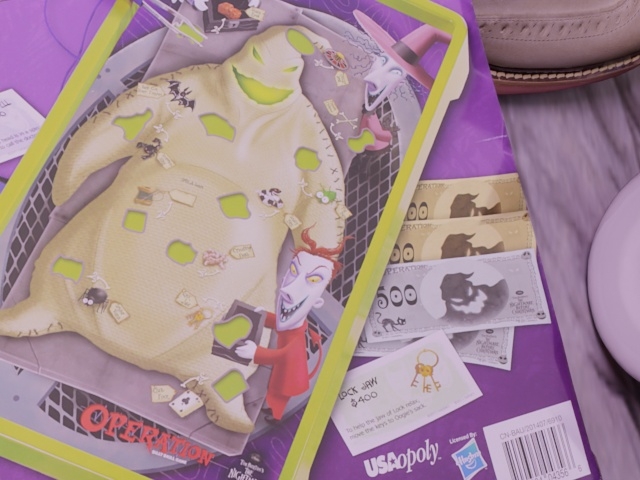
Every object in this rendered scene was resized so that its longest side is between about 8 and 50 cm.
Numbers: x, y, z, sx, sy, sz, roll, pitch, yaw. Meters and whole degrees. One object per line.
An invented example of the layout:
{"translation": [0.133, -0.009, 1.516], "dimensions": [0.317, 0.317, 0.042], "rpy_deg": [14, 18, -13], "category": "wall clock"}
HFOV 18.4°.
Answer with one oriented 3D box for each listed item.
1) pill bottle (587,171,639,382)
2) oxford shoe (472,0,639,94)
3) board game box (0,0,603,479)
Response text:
{"translation": [0.242, 0.028, 1.003], "dimensions": [0.221, 0.121, 0.121], "rpy_deg": [11, 69, -48], "category": "pill bottle"}
{"translation": [0.076, -0.159, 0.846], "dimensions": [0.397, 0.146, 0.140], "rpy_deg": [10, 66, -50], "category": "oxford shoe"}
{"translation": [-0.087, 0.019, 0.570], "dimensions": [0.347, 0.056, 0.208], "rpy_deg": [-13, 91, -31], "category": "board game box"}
